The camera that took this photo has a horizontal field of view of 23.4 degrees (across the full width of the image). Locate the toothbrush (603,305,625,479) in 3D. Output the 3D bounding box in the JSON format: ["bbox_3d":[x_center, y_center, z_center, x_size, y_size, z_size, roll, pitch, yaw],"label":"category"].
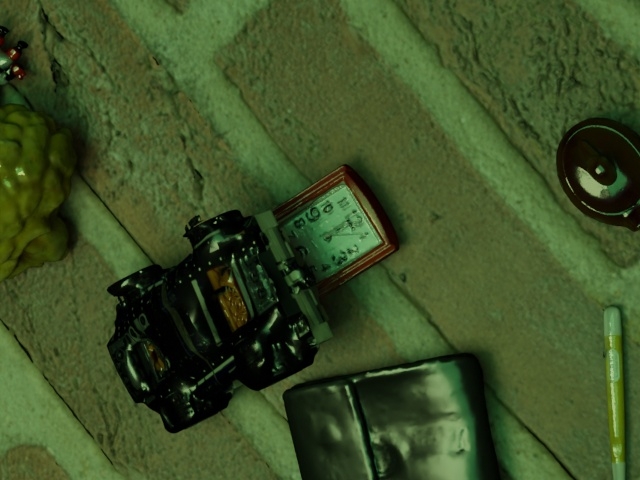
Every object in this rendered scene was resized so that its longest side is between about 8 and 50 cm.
[{"bbox_3d":[0.315,0.214,1.644,0.021,0.024,0.288,-2,91,17],"label":"toothbrush"}]

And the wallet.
[{"bbox_3d":[0.104,0.338,1.685,0.228,0.062,0.406,-13,88,15],"label":"wallet"}]

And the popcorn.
[{"bbox_3d":[-0.364,-0.041,1.744,0.200,0.226,0.203,-22,120,28],"label":"popcorn"}]

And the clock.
[{"bbox_3d":[0.000,0.000,1.708,0.155,0.061,0.113,-32,84,10],"label":"clock"}]

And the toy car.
[{"bbox_3d":[-0.122,0.087,1.677,0.301,0.118,0.193,-33,82,45],"label":"toy car"}]

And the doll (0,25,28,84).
[{"bbox_3d":[-0.408,-0.173,1.811,0.109,0.057,0.169,37,110,-7],"label":"doll"}]

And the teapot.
[{"bbox_3d":[0.301,-0.068,1.611,0.098,0.078,0.129,-36,83,14],"label":"teapot"}]
